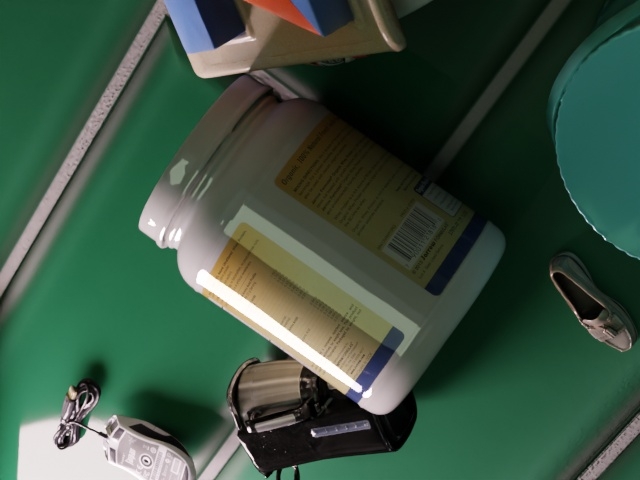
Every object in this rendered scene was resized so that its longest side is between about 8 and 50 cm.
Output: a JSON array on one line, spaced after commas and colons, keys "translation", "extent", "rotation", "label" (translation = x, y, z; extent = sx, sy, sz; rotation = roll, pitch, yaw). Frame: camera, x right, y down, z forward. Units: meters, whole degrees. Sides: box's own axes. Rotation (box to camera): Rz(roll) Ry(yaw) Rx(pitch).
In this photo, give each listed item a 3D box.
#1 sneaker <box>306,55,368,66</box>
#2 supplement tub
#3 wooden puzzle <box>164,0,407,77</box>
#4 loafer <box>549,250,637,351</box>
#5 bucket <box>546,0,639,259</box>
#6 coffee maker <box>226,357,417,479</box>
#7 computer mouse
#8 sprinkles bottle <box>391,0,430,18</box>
[{"translation": [-0.030, -0.270, 1.642], "extent": [0.092, 0.088, 0.225], "rotation": [-18, 105, 32], "label": "sneaker"}, {"translation": [0.000, 0.000, 1.675], "extent": [0.316, 0.228, 0.228], "rotation": [35, 122, 3], "label": "supplement tub"}, {"translation": [-0.098, -0.302, 1.563], "extent": [0.348, 0.080, 0.322], "rotation": [2, 121, 52], "label": "wooden puzzle"}, {"translation": [0.275, 0.068, 1.708], "extent": [0.045, 0.039, 0.125], "rotation": [-37, 97, 30], "label": "loafer"}, {"translation": [0.346, -0.117, 1.508], "extent": [0.281, 0.183, 0.281], "rotation": [9, 117, 18], "label": "bucket"}, {"translation": [0.012, 0.195, 1.843], "extent": [0.178, 0.120, 0.171], "rotation": [-11, 132, 27], "label": "coffee maker"}, {"translation": [-0.226, 0.242, 1.991], "extent": [0.193, 0.042, 0.106], "rotation": [27, 116, 15], "label": "computer mouse"}, {"translation": [0.007, -0.376, 1.556], "extent": [0.121, 0.121, 0.355], "rotation": [-23, 103, 29], "label": "sprinkles bottle"}]
